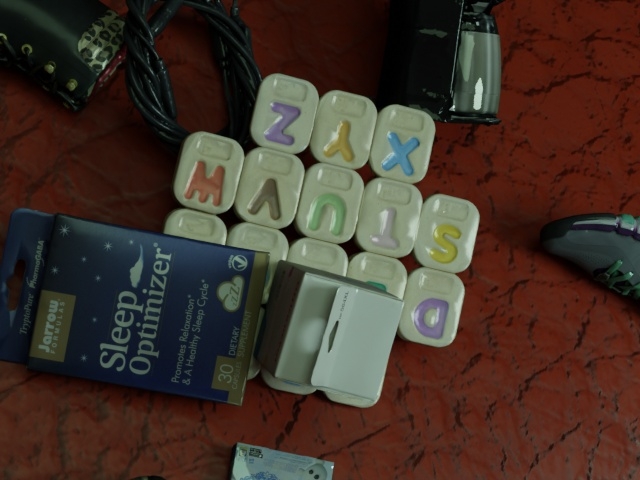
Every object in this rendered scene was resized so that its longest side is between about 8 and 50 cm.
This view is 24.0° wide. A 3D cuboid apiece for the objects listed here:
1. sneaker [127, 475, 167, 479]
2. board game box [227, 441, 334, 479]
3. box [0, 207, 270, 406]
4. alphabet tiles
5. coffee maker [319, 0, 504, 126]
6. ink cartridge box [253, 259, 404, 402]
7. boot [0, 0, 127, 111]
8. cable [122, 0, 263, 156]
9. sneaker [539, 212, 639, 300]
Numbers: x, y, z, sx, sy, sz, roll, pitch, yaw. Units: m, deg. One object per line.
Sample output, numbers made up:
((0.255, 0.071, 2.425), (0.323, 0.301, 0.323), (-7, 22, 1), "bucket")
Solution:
((-0.125, 0.266, 1.238), (0.075, 0.063, 0.170), (-24, 73, -18), "sneaker")
((-0.038, 0.228, 1.304), (0.090, 0.020, 0.090), (14, 66, -12), "board game box")
((-0.166, 0.056, 1.293), (0.225, 0.036, 0.136), (11, 88, -8), "box")
((0.000, 0.000, 1.356), (0.284, 0.021, 0.278), (14, 85, -12), "alphabet tiles")
((0.100, -0.203, 1.426), (0.171, 0.120, 0.178), (2, 97, -28), "coffee maker")
((0.006, 0.076, 1.270), (0.090, 0.143, 0.092), (15, 92, -12), "ink cartridge box")
((-0.290, -0.171, 1.346), (0.178, 0.085, 0.236), (39, 63, -2), "boot")
((-0.117, -0.157, 1.386), (0.150, 0.047, 0.184), (7, 77, -47), "cable")
((0.318, 0.036, 1.458), (0.223, 0.083, 0.098), (9, 72, -15), "sneaker")
